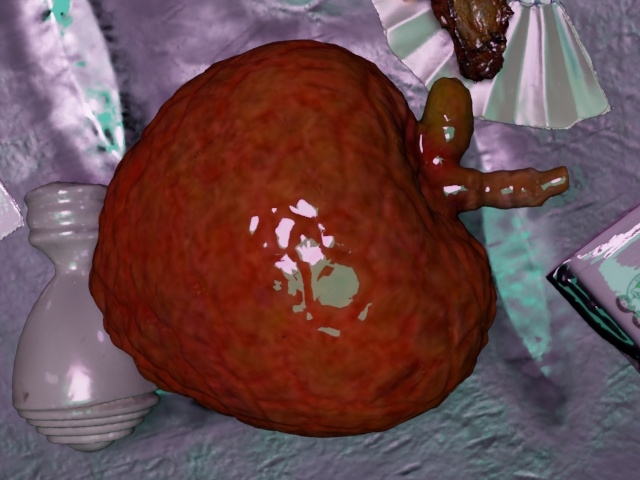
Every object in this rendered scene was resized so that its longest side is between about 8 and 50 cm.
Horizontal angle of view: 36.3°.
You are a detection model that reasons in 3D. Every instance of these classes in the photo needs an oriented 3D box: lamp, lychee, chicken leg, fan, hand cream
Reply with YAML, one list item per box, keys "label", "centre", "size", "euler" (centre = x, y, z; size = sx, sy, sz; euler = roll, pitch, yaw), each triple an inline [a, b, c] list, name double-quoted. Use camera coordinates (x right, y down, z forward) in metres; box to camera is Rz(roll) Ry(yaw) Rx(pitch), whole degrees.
- label: "lamp"
  centre: [-0.171, 0.054, 0.695]
  size: [0.106, 0.106, 0.193]
  euler: [-6, 90, 0]
- label: "lychee"
  centre: [0.000, 0.000, 0.615]
  size: [0.300, 0.255, 0.255]
  euler: [-27, 97, 26]
- label: "chicken leg"
  centre: [0.100, -0.184, 0.688]
  size: [0.062, 0.037, 0.145]
  euler: [-23, 99, -17]
- label: "fan"
  centre: [0.116, -0.164, 0.714]
  size: [0.240, 0.009, 0.131]
  euler: [44, 97, -6]
- label: "hand cream"
  centre: [0.334, -0.035, 0.710]
  size: [0.336, 0.076, 0.121]
  euler: [-41, 91, 11]

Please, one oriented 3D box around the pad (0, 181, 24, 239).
- label: "pad"
  centre: [-0.356, -0.014, 0.730]
  size: [0.232, 0.004, 0.156]
  euler: [-33, 97, 4]
